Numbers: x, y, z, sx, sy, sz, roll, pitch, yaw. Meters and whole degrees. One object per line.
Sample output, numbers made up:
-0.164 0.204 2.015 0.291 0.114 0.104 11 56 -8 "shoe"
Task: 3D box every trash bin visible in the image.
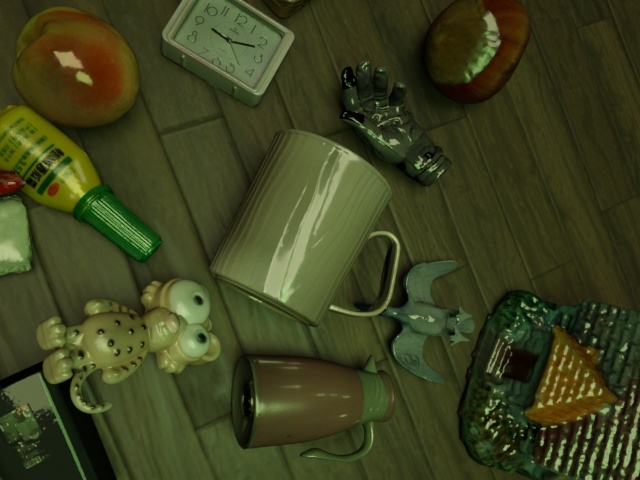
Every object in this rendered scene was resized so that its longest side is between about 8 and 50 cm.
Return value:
-0.388 0.295 0.756 0.115 0.165 0.225 -24 94 -18 "trash bin"

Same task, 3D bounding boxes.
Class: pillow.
-0.559 0.011 0.788 0.230 0.051 0.128 -15 77 -20 "pillow"

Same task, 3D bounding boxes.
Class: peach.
-0.371 -0.263 0.812 0.184 0.184 0.184 2 84 -17 "peach"

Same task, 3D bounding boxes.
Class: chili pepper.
-0.517 -0.082 0.789 0.191 0.059 0.050 0 110 15 "chili pepper"

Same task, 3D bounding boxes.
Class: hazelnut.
0.300 -0.378 1.033 0.186 0.210 0.210 24 77 11 "hazelnut"

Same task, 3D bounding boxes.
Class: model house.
0.479 0.289 0.928 0.298 0.339 0.359 28 78 -14 "model house"

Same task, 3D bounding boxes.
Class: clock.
-0.165 -0.352 0.939 0.197 0.063 0.150 29 76 -12 "clock"

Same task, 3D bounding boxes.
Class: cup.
-0.013 -0.003 0.890 0.288 0.208 0.273 38 74 -38 "cup"

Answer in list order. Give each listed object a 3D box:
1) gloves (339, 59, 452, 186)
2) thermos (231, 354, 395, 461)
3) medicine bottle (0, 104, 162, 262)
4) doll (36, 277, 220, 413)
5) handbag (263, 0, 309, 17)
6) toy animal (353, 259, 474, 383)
0.133 -0.208 0.990 0.142 0.119 0.285 -49 113 -27 "gloves"
-0.004 0.280 0.885 0.265 0.146 0.176 7 76 -22 "thermos"
-0.387 -0.080 0.838 0.309 0.076 0.111 41 92 -11 "medicine bottle"
-0.267 0.144 0.781 0.278 0.119 0.154 -16 82 -55 "doll"
-0.048 -0.532 0.989 0.151 0.072 0.193 45 76 -8 "handbag"
0.195 0.139 0.993 0.256 0.177 0.238 23 80 -48 "toy animal"
